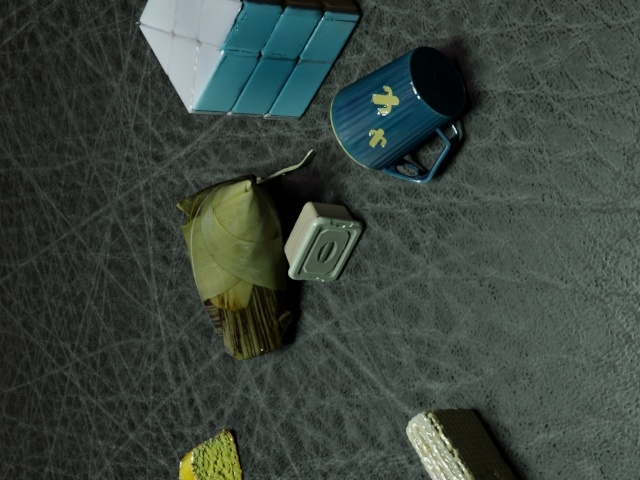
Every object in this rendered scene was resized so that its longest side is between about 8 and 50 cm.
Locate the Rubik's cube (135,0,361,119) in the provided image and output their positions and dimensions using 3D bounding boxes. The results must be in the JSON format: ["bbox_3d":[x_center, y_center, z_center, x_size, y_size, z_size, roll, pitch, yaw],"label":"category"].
[{"bbox_3d":[-0.115,-0.341,1.934,0.231,0.225,0.221,-57,50,37],"label":"Rubik's cube"}]

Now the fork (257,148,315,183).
[{"bbox_3d":[-0.078,-0.109,2.056,0.219,0.034,0.028,-28,78,50],"label":"fork"}]

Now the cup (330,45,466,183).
[{"bbox_3d":[0.123,-0.170,1.736,0.155,0.131,0.176,-32,96,44],"label":"cup"}]

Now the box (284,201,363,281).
[{"bbox_3d":[0.000,0.000,1.922,0.122,0.089,0.062,-64,35,31],"label":"box"}]

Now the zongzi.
[{"bbox_3d":[-0.112,0.047,1.939,0.317,0.154,0.289,-177,71,-79],"label":"zongzi"}]

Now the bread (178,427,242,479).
[{"bbox_3d":[-0.186,0.425,2.170,0.065,0.103,0.187,-15,84,54],"label":"bread"}]

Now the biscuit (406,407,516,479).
[{"bbox_3d":[0.211,0.323,1.647,0.062,0.108,0.239,-53,51,32],"label":"biscuit"}]
